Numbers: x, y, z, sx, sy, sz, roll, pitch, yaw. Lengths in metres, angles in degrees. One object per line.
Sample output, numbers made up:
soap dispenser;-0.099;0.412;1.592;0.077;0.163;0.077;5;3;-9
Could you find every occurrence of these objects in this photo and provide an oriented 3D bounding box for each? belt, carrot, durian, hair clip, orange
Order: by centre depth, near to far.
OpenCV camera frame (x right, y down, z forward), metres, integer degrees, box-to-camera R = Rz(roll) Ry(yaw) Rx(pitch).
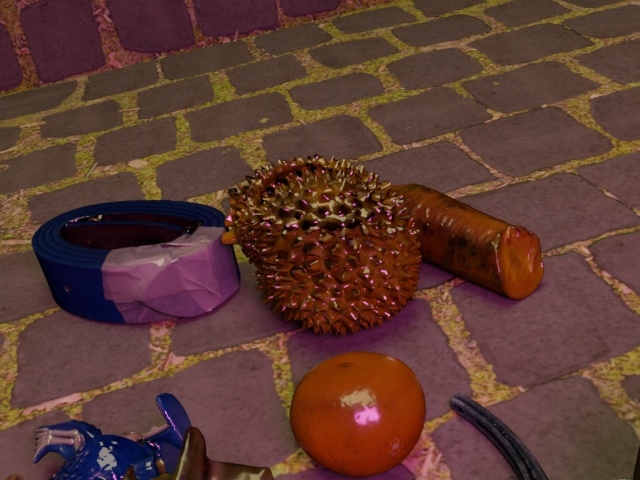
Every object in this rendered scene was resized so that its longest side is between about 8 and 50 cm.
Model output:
hair clip;0.208;0.248;0.866;0.083;0.048;0.275;-23;27;-1
orange;0.043;0.196;0.917;0.156;0.124;0.156;-12;13;3
durian;0.009;-0.006;1.154;0.258;0.258;0.293;-29;43;-29
carrot;0.191;-0.010;1.227;0.114;0.114;0.301;-30;37;-30
belt;-0.301;0.027;1.307;0.346;0.117;0.212;3;32;23

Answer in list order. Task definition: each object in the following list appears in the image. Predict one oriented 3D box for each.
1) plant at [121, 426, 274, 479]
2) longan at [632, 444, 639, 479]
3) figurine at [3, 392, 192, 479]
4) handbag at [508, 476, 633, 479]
plant;-0.105;0.318;0.645;0.251;0.180;0.333;34;33;3
longan;0.388;0.218;0.542;0.360;0.361;0.361;-8;31;5
figurine;-0.253;0.274;0.900;0.262;0.121;0.164;-18;20;21
handbag;0.230;0.312;0.683;0.144;0.057;0.221;-3;47;4
